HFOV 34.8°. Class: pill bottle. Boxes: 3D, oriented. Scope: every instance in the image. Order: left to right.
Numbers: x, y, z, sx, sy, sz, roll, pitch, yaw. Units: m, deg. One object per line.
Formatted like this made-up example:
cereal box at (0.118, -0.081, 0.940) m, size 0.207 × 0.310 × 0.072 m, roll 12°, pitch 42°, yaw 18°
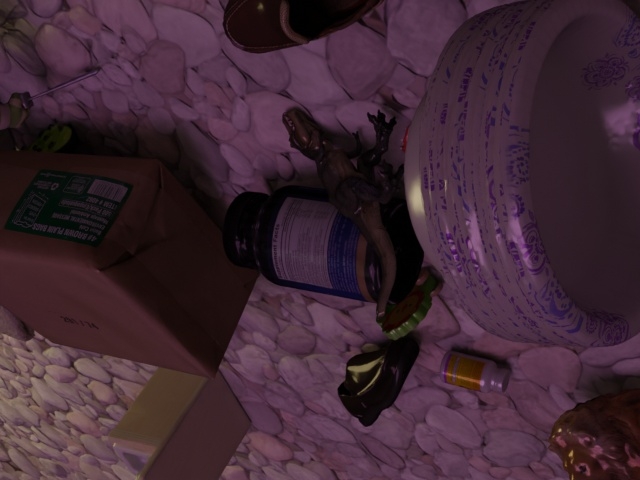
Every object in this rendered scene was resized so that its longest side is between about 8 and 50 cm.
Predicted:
pill bottle at (0.000, 0.000, 1.191) m, size 0.219 × 0.123 × 0.123 m, roll 9°, pitch 138°, yaw 30°
pill bottle at (0.198, 0.170, 1.307) m, size 0.083 × 0.043 × 0.043 m, roll 12°, pitch 139°, yaw 27°

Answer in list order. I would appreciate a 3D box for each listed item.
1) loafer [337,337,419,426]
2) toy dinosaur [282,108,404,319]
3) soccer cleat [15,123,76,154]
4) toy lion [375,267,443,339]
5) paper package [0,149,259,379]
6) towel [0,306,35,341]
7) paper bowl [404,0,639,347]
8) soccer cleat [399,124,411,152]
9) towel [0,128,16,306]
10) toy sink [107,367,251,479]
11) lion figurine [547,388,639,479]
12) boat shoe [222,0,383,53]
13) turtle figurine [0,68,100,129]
loafer at (0.069, 0.190, 1.397) m, size 0.078 × 0.080 × 0.220 m, roll 30°, pitch 144°, yaw 3°
toy dinosaur at (0.044, -0.060, 1.075) m, size 0.118 × 0.064 × 0.268 m, roll -55°, pitch 48°, yaw 39°
soccer cleat at (-0.368, -0.112, 1.403) m, size 0.072 × 0.060 × 0.179 m, roll 35°, pitch 150°, yaw -27°
toy lion at (0.101, 0.083, 1.234) m, size 0.034 × 0.096 × 0.100 m, roll 43°, pitch 144°, yaw -14°
paper package at (-0.297, 0.029, 1.359) m, size 0.324 × 0.168 × 0.309 m, roll 8°, pitch 152°, yaw 32°
towel at (-0.622, 0.068, 1.808) m, size 0.187 × 0.049 × 0.282 m, roll 17°, pitch 142°, yaw 22°
paper bowl at (0.180, -0.056, 0.851) m, size 0.148 × 0.284 × 0.284 m, roll -1°, pitch 132°, yaw 45°
soccer cleat at (0.106, -0.091, 1.086) m, size 0.035 × 0.029 × 0.083 m, roll 7°, pitch 141°, yaw 18°
towel at (-0.491, -0.025, 1.426) m, size 0.038 × 0.248 × 0.325 m, roll 14°, pitch 142°, yaw 16°
toy sink at (-0.246, 0.336, 1.677) m, size 0.131 × 0.234 × 0.153 m, roll 4°, pitch 136°, yaw 34°
lion figurine at (0.438, 0.196, 1.106) m, size 0.240 × 0.142 × 0.392 m, roll 39°, pitch 131°, yaw 4°
boat shoe at (-0.018, -0.228, 0.958) m, size 0.257 × 0.095 × 0.095 m, roll -18°, pitch 121°, yaw 48°
turtle figurine at (-0.431, -0.240, 1.257) m, size 0.266 × 0.275 × 0.198 m, roll 27°, pitch 172°, yaw 43°
